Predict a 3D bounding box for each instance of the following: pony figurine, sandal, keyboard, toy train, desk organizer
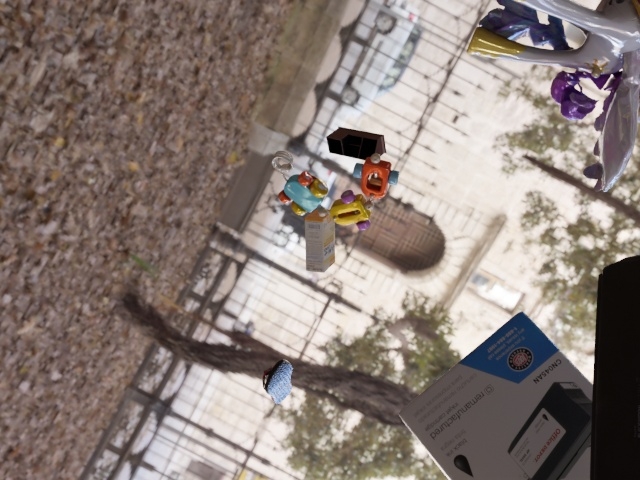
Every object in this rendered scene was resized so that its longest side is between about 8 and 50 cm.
[{"bbox_3d":[0.395,-0.260,0.989,0.351,0.363,0.303,81,30,-80],"label":"pony figurine"},{"bbox_3d":[-0.089,0.274,1.433,0.067,0.040,0.179,-41,159,-19],"label":"sandal"},{"bbox_3d":[0.335,0.149,0.644,0.201,0.033,0.317,-16,-124,48],"label":"keyboard"},{"bbox_3d":[0.023,-0.079,0.959,0.046,0.166,0.125,-64,159,-45],"label":"toy train"},{"bbox_3d":[0.080,-0.217,1.647,0.050,0.130,0.047,-40,133,-36],"label":"desk organizer"}]

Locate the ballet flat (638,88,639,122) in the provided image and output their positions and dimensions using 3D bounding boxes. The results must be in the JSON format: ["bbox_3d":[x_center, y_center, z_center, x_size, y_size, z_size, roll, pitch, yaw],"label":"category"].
[{"bbox_3d":[0.646,-0.333,1.407,0.116,0.124,0.342,-58,152,-18],"label":"ballet flat"}]

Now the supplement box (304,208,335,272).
[{"bbox_3d":[0.000,0.000,1.279,0.062,0.036,0.098,-40,132,-63],"label":"supplement box"}]

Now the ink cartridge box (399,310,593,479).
[{"bbox_3d":[0.369,0.366,1.236,0.285,0.395,0.166,-39,157,-4],"label":"ink cartridge box"}]
